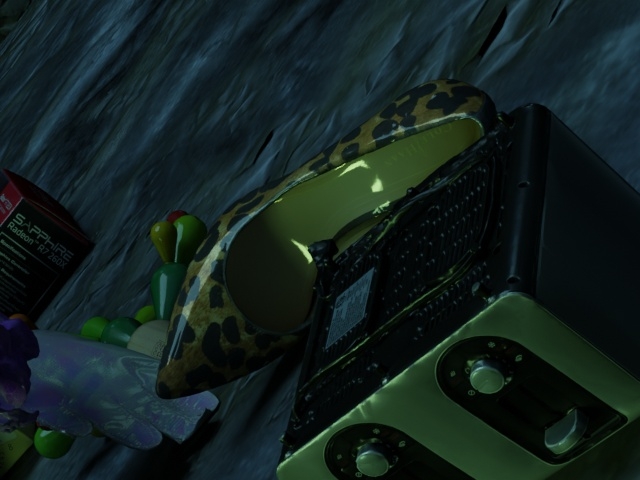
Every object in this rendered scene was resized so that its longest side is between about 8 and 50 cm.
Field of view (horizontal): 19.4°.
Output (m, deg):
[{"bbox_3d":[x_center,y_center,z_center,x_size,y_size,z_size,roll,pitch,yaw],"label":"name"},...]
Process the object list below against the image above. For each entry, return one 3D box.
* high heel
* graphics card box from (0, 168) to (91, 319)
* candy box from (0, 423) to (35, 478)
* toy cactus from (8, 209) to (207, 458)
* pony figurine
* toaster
[{"bbox_3d":[0.000,0.000,1.164,0.261,0.093,0.186,-47,10,-15],"label":"high heel"},{"bbox_3d":[-0.399,0.103,1.956,0.371,0.094,0.233,-53,18,-1],"label":"graphics card box"},{"bbox_3d":[-0.385,0.228,1.686,0.316,0.087,0.183,-47,20,11],"label":"candy box"},{"bbox_3d":[-0.141,0.069,1.404,0.219,0.112,0.180,-48,26,-16],"label":"toy cactus"},{"bbox_3d":[-0.290,0.108,1.229,0.351,0.363,0.303,19,56,27],"label":"pony figurine"},{"bbox_3d":[0.074,0.040,0.891,0.168,0.110,0.186,-40,22,32],"label":"toaster"}]
